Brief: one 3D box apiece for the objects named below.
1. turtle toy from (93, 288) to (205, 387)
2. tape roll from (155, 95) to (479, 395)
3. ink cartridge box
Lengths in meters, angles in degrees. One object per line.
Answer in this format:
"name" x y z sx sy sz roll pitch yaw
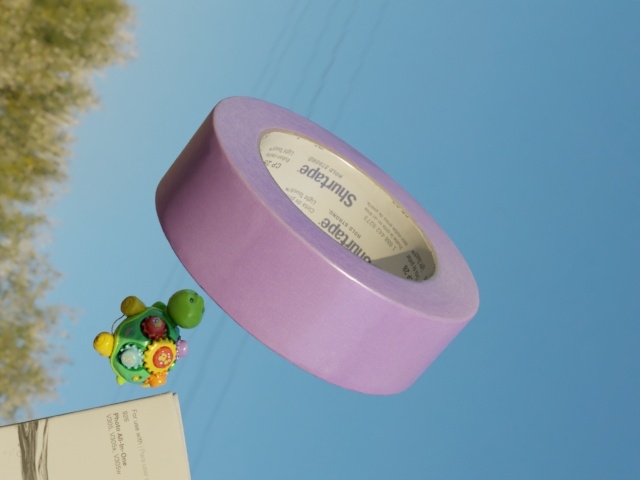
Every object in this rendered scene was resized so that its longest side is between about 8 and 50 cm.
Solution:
"turtle toy" -0.178 0.106 1.339 0.066 0.095 0.130 23 -108 46
"tape roll" 0.000 0.000 1.028 0.090 0.275 0.275 -51 -156 20
"ink cartridge box" -0.260 0.241 1.095 0.211 0.289 0.121 108 -31 -67
